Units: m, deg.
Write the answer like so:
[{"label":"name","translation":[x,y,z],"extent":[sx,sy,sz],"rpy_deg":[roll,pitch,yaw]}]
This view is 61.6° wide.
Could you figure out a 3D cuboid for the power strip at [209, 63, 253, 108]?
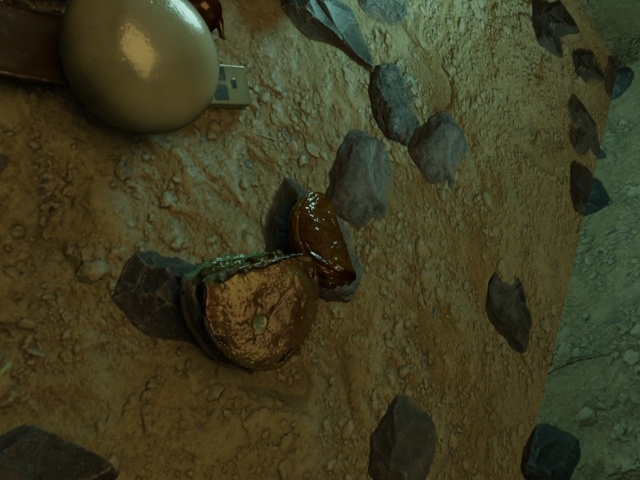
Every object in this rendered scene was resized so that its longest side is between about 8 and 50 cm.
[{"label":"power strip","translation":[-0.318,-0.382,1.311],"extent":[0.367,0.043,0.106],"rpy_deg":[-10,90,-40]}]

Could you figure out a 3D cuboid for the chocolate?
[{"label":"chocolate","translation":[-0.573,-0.382,1.077],"extent":[0.261,0.083,0.161],"rpy_deg":[0,83,-49]}]

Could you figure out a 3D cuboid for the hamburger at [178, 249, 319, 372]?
[{"label":"hamburger","translation":[-0.156,0.164,1.257],"extent":[0.317,0.195,0.277],"rpy_deg":[-9,91,-38]}]

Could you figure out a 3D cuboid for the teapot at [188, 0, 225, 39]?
[{"label":"teapot","translation":[-0.307,-0.549,1.318],"extent":[0.173,0.116,0.116],"rpy_deg":[21,67,-7]}]

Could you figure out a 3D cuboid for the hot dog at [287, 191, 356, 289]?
[{"label":"hot dog","translation":[0.000,0.000,1.424],"extent":[0.196,0.122,0.272],"rpy_deg":[28,37,-58]}]

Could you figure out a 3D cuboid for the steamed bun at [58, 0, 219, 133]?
[{"label":"steamed bun","translation":[-0.356,-0.381,1.101],"extent":[0.324,0.206,0.325],"rpy_deg":[8,79,-47]}]
